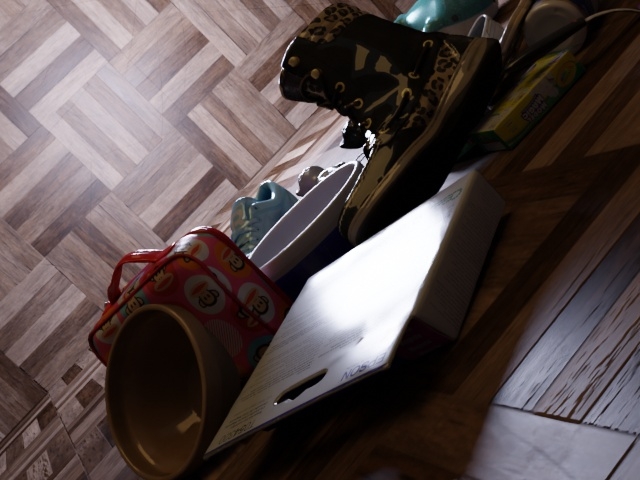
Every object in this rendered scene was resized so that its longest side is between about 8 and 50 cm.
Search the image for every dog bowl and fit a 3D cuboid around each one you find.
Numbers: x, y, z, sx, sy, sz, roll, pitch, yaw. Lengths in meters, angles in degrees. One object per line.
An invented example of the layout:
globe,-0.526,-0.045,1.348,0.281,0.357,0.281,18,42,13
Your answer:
dog bowl,0.000,0.000,1.530,0.265,0.104,0.265,-43,10,10

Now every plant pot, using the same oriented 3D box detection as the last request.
plant pot,-0.188,0.206,1.322,0.110,0.237,0.237,5,-32,-45

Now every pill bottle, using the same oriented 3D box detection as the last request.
pill bottle,0.375,-0.354,1.478,0.094,0.094,0.169,-35,15,42

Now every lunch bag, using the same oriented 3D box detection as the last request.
lunch bag,-0.208,0.121,1.441,0.293,0.258,0.120,-38,13,32

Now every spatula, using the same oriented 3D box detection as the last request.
spatula,0.385,-0.302,1.318,0.297,0.030,0.084,-25,12,5

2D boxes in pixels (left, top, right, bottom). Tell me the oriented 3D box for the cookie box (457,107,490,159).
cookie box,0.219,-0.166,1.503,0.107,0.040,0.092,-42,12,20

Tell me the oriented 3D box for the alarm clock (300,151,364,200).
alarm clock,0.032,-0.106,1.906,0.192,0.064,0.129,-51,12,-14

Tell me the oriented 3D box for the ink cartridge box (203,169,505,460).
ink cartridge box,0.043,0.102,1.100,0.324,0.071,0.330,-34,19,43

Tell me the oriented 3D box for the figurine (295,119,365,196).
figurine,0.056,-0.145,1.772,0.215,0.092,0.209,-48,26,-11

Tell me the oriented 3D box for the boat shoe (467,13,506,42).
boat shoe,0.271,-0.322,1.753,0.096,0.088,0.267,-29,20,54

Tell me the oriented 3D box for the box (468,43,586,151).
box,0.296,-0.202,1.355,0.179,0.043,0.105,-48,11,-5

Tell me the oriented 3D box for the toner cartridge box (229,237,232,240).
toner cartridge box,-0.275,0.136,2.119,0.348,0.075,0.165,-51,13,-28

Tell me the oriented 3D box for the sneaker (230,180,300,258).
sneaker,-0.138,0.000,1.916,0.135,0.150,0.366,-40,12,29

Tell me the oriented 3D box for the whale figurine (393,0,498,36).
whale figurine,0.276,-0.543,2.254,0.272,0.141,0.216,-8,31,33

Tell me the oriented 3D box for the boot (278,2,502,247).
boot,0.063,-0.183,1.414,0.377,0.284,0.138,-57,-26,-14

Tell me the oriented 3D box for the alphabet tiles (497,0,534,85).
alphabet tiles,0.329,-0.365,1.558,0.284,0.021,0.278,-56,-12,-42
